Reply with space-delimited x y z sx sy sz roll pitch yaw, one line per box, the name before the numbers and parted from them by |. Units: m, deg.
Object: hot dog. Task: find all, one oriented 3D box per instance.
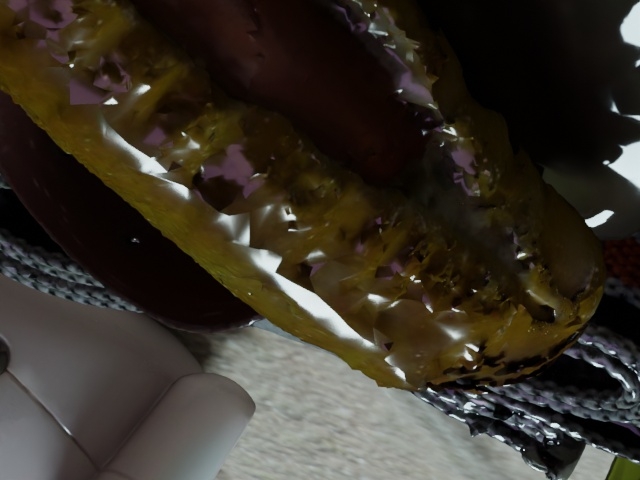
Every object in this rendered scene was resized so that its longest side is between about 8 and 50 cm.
hot dog | -0.043 -0.053 0.381 0.083 0.068 0.289 2 150 47

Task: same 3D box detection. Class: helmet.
helmet | -0.038 -0.055 0.738 0.175 0.106 0.155 4 110 34

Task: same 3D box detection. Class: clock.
clock | -0.231 0.083 1.116 0.326 0.184 0.342 34 149 -5

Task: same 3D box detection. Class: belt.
belt | 0.000 0.000 0.831 0.359 0.094 0.126 17 148 16

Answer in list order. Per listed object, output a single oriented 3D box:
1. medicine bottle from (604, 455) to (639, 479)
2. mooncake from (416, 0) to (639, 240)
medicine bottle | 0.232 0.130 0.805 0.137 0.141 0.250 39 152 -16
mooncake | 0.015 -0.146 0.442 0.324 0.187 0.324 19 154 10
